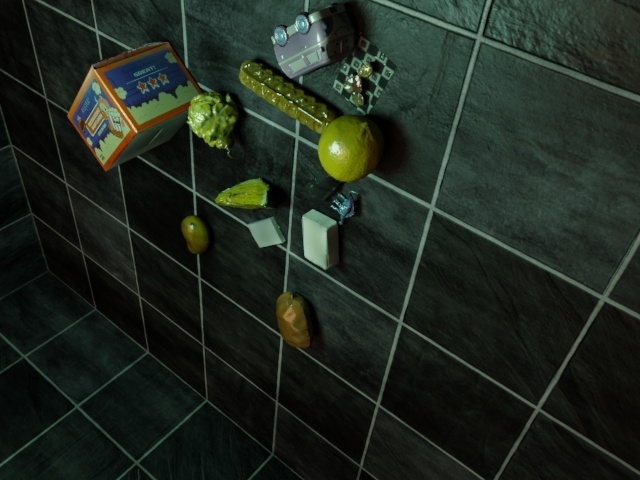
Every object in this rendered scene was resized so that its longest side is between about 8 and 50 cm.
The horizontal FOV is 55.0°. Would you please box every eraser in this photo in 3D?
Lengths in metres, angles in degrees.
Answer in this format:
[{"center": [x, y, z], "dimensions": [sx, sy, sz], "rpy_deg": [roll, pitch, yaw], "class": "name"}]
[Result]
[{"center": [-0.200, -0.029, 2.284], "dimensions": [0.150, 0.023, 0.104], "rpy_deg": [-11, 111, 49], "class": "eraser"}]

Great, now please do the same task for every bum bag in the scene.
[{"center": [0.021, -0.186, 1.921], "dimensions": [0.087, 0.049, 0.197], "rpy_deg": [31, 143, -13], "class": "bum bag"}]

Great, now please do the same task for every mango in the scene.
[{"center": [-0.516, -0.018, 2.553], "dimensions": [0.136, 0.099, 0.228], "rpy_deg": [34, 147, 15], "class": "mango"}]

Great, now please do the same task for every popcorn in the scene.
[{"center": [-0.352, -0.388, 2.033], "dimensions": [0.173, 0.168, 0.195], "rpy_deg": [33, 138, 26], "class": "popcorn"}]

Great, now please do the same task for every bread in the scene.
[{"center": [-0.098, -0.426, 1.823], "dimensions": [0.367, 0.084, 0.077], "rpy_deg": [36, 179, 17], "class": "bread"}]

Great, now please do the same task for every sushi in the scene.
[{"center": [0.107, -0.435, 1.647], "dimensions": [0.139, 0.031, 0.201], "rpy_deg": [45, 141, 9], "class": "sushi"}]

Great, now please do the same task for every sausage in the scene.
[{"center": [-0.098, 0.306, 2.369], "dimensions": [0.136, 0.120, 0.241], "rpy_deg": [2, 121, 27], "class": "sausage"}]

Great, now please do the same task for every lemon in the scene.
[{"center": [0.085, -0.257, 1.695], "dimensions": [0.178, 0.178, 0.203], "rpy_deg": [45, 143, 8], "class": "lemon"}]

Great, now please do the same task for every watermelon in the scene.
[{"center": [-0.244, -0.145, 2.149], "dimensions": [0.301, 0.129, 0.123], "rpy_deg": [7, 122, 49], "class": "watermelon"}]

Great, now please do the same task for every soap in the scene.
[{"center": [0.000, 0.000, 2.065], "dimensions": [0.121, 0.063, 0.183], "rpy_deg": [30, 138, 35], "class": "soap"}]

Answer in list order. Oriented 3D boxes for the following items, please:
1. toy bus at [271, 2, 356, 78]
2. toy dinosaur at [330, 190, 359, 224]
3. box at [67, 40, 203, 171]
[{"center": [-0.013, -0.524, 1.613], "dimensions": [0.202, 0.142, 0.142], "rpy_deg": [-8, 108, 49], "class": "toy bus"}, {"center": [0.077, -0.108, 1.929], "dimensions": [0.080, 0.045, 0.197], "rpy_deg": [38, 149, 7], "class": "toy dinosaur"}, {"center": [-0.645, -0.468, 2.144], "dimensions": [0.348, 0.318, 0.257], "rpy_deg": [-26, 98, 52], "class": "box"}]
